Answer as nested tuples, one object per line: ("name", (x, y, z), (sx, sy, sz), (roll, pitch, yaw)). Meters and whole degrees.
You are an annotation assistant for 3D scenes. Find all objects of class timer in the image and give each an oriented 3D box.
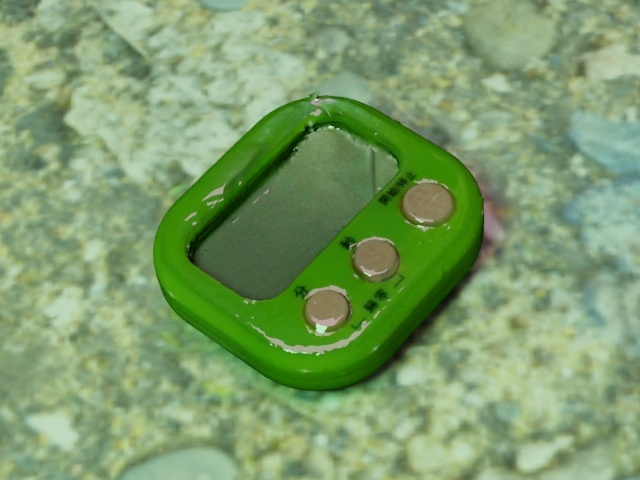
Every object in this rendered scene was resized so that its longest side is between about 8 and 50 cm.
("timer", (0.000, 0.000, 0.813), (0.128, 0.047, 0.140), (33, 65, 26))
